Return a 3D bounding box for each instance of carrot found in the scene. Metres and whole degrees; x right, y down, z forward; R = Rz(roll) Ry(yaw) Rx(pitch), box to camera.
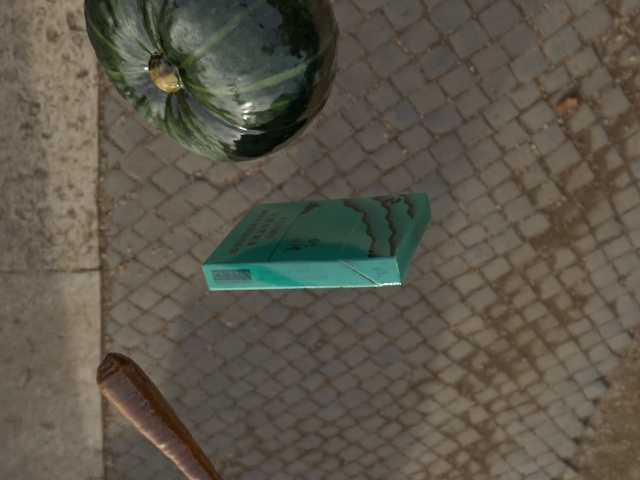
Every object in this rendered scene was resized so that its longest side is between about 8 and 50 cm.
[{"bbox_3d":[-0.151,0.200,0.905,0.048,0.048,0.216,-36,99,19],"label":"carrot"}]

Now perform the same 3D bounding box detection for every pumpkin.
[{"bbox_3d":[-0.118,-0.235,0.998,0.300,0.207,0.300,29,150,18],"label":"pumpkin"}]

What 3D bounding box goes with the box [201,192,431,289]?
[{"bbox_3d":[0.000,0.000,1.019,0.226,0.161,0.042,-3,118,22],"label":"box"}]
